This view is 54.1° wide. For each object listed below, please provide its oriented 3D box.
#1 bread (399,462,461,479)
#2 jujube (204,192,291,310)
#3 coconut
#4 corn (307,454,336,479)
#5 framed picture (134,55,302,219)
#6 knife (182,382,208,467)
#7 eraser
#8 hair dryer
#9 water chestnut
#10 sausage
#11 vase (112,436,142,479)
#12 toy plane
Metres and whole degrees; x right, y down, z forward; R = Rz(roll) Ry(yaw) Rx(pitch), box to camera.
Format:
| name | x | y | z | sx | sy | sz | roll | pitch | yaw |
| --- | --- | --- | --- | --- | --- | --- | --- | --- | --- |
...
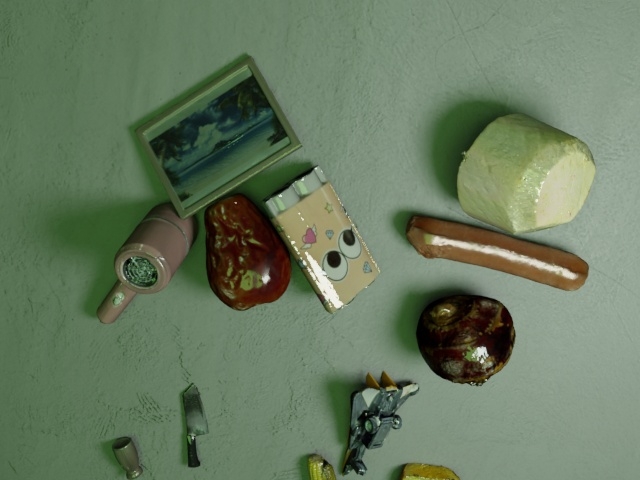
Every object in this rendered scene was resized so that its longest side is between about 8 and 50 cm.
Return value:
| name | x | y | z | sx | sy | sz | roll | pitch | yaw |
| --- | --- | --- | --- | --- | --- | --- | --- | --- | --- |
| bread | 0.280 | 0.626 | 1.588 | 0.187 | 0.065 | 0.103 | 5 | 104 | 2 |
| jujube | -0.170 | 0.025 | 1.390 | 0.189 | 0.190 | 0.255 | -21 | 94 | 8 |
| coconut | 0.405 | -0.138 | 1.294 | 0.239 | 0.244 | 0.239 | -18 | 123 | -30 |
| corn | 0.015 | 0.641 | 1.600 | 0.072 | 0.072 | 0.203 | -14 | 103 | 6 |
| framed picture | -0.226 | -0.222 | 1.366 | 0.314 | 0.024 | 0.232 | -31 | 84 | 10 |
| knife | -0.317 | 0.469 | 1.594 | 0.060 | 0.028 | 0.231 | -5 | 102 | -9 |
| eraser | 0.000 | 0.000 | 1.394 | 0.171 | 0.087 | 0.291 | -38 | 104 | -32 |
| hair dryer | -0.421 | 0.092 | 1.414 | 0.125 | 0.210 | 0.352 | 35 | 117 | -12 |
| water chestnut | 0.333 | 0.231 | 1.404 | 0.223 | 0.224 | 0.238 | -18 | 101 | 7 |
| sausage | 0.391 | 0.027 | 1.405 | 0.418 | 0.094 | 0.094 | 14 | 109 | -1 |
| vase | -0.493 | 0.560 | 1.609 | 0.053 | 0.053 | 0.101 | -13 | 109 | 6 |
| toy plane | 0.116 | 0.476 | 1.534 | 0.204 | 0.103 | 0.316 | 4 | 112 | -34 |
